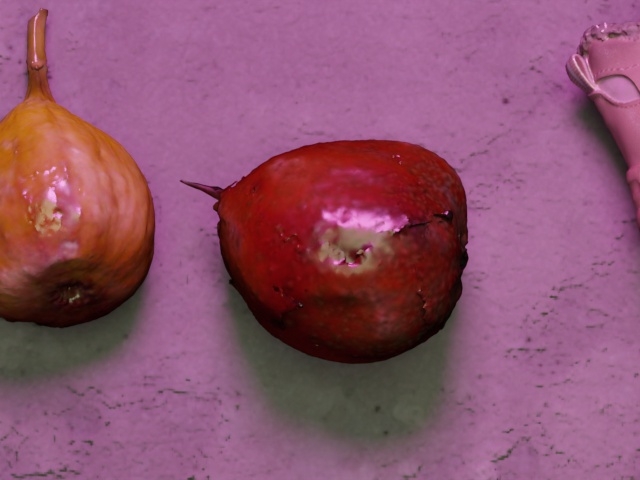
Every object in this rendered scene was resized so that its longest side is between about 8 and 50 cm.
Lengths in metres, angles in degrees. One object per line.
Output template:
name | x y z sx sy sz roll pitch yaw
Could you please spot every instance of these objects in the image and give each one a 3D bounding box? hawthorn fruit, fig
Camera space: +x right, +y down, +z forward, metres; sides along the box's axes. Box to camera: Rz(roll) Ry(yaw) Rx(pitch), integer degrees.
hawthorn fruit | 0.000 0.000 1.430 0.235 0.181 0.181 16 84 13
fig | -0.212 -0.065 1.449 0.159 0.159 0.257 -6 68 -2

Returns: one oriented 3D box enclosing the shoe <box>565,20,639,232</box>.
shoe | 0.366 -0.149 1.440 0.351 0.172 0.198 -30 83 -6
